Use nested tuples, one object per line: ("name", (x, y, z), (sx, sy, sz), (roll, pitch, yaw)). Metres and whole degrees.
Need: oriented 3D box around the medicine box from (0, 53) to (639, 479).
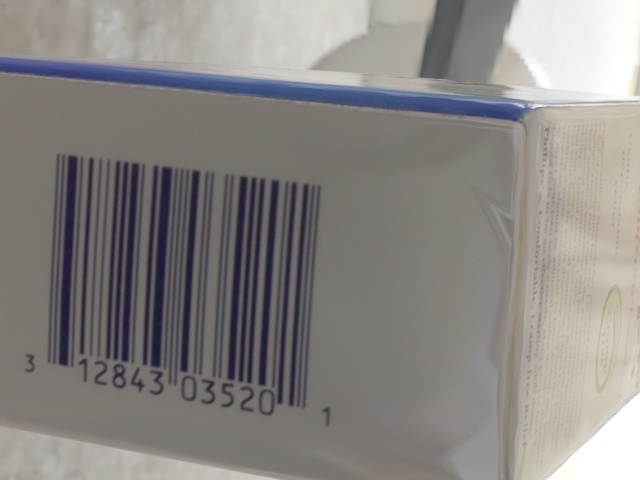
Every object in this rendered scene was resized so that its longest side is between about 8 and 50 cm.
("medicine box", (0.000, 0.000, 0.706), (0.289, 0.263, 0.149), (-14, 110, -67))
